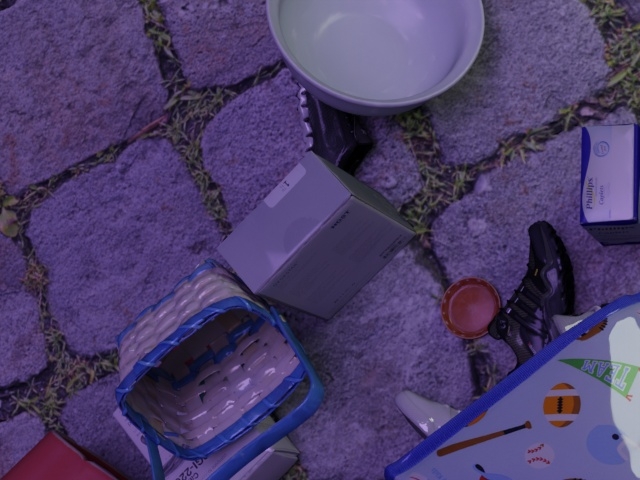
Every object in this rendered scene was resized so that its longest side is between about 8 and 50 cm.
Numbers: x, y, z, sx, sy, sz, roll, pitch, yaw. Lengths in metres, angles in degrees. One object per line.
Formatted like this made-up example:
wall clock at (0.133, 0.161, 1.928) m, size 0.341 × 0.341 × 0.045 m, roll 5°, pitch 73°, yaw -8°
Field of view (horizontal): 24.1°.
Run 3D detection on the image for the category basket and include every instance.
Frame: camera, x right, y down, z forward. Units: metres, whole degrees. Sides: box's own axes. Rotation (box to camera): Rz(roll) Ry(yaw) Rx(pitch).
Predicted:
basket at (-0.128, 0.180, 1.896) m, size 0.254 × 0.201 × 0.289 m, roll -38°, pitch 35°, yaw 12°

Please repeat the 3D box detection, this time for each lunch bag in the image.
lunch bag at (0.319, 0.269, 1.549) m, size 0.385 × 0.239 × 0.328 m, roll -38°, pitch 63°, yaw -13°

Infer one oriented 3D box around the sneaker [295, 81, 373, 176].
sneaker at (0.023, -0.156, 2.092) m, size 0.106 × 0.078 × 0.234 m, roll -3°, pitch 79°, yaw 18°

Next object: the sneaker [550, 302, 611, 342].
sneaker at (0.359, 0.124, 1.807) m, size 0.330 × 0.122 × 0.146 m, roll -39°, pitch 92°, yaw -4°

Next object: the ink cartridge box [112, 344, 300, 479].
ink cartridge box at (-0.159, 0.269, 2.068) m, size 0.158 × 0.092 × 0.218 m, roll -46°, pitch 66°, yaw 9°

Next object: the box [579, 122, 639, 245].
box at (0.375, -0.068, 1.876) m, size 0.072 × 0.137 × 0.126 m, roll -2°, pitch 78°, yaw 23°

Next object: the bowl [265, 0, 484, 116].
bowl at (0.065, -0.279, 2.036) m, size 0.297 × 0.134 × 0.298 m, roll 4°, pitch 64°, yaw -8°

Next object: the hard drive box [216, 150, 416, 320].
hard drive box at (0.000, 0.000, 1.977) m, size 0.181 × 0.232 × 0.089 m, roll -45°, pitch 65°, yaw 8°

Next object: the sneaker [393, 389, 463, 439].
sneaker at (0.195, 0.246, 1.932) m, size 0.212 × 0.080 × 0.094 m, roll 36°, pitch 83°, yaw 20°

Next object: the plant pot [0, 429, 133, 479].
plant pot at (-0.360, 0.411, 2.047) m, size 0.275 × 0.275 × 0.243 m, roll 30°, pitch 81°, yaw 27°

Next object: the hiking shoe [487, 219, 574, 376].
hiking shoe at (0.266, 0.087, 1.919) m, size 0.114 × 0.086 × 0.227 m, roll -6°, pitch 77°, yaw 20°

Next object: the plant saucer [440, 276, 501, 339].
plant saucer at (0.201, 0.090, 1.988) m, size 0.083 × 0.013 × 0.083 m, roll -5°, pitch 76°, yaw 22°
